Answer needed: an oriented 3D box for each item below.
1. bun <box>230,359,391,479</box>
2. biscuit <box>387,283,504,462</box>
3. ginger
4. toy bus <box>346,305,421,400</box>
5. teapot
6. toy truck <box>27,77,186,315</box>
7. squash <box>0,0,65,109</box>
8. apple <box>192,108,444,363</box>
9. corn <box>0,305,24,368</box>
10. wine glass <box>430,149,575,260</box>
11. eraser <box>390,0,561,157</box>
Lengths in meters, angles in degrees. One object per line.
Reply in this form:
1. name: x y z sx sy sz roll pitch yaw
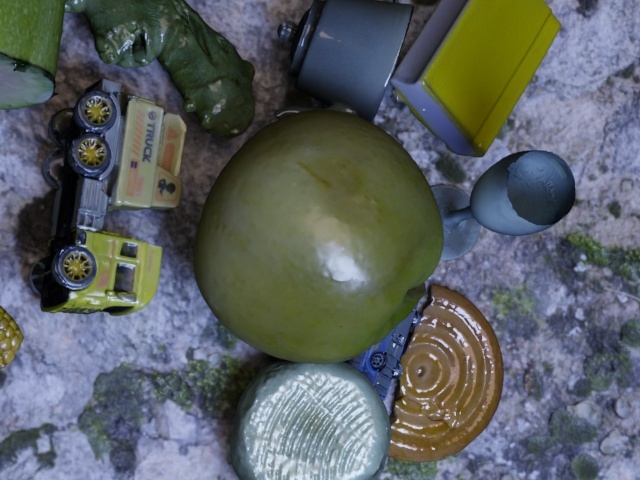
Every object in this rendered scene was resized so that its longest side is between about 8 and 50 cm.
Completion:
1. bun: -0.015 0.234 1.868 0.195 0.118 0.195 2 80 -11
2. biscuit: 0.159 0.179 1.969 0.144 0.033 0.224 24 78 -12
3. ginger: -0.194 -0.235 1.883 0.290 0.089 0.137 37 38 -9
4. toy bus: 0.078 0.116 1.938 0.051 0.061 0.153 37 70 -55
5. teapot: 0.021 -0.243 1.927 0.149 0.162 0.239 19 78 -1
6. toy truck: -0.239 -0.044 1.838 0.157 0.124 0.272 11 77 -25
7. squash: -0.407 -0.357 1.754 0.263 0.263 0.384 4 83 -15
8. apple: 0.000 0.000 1.807 0.254 0.292 0.292 38 74 14
9. corn: -0.472 0.048 1.768 0.305 0.106 0.106 34 76 -10
10. wine glass: 0.252 -0.102 1.884 0.096 0.309 0.264 43 74 -7
11. eraser: 0.197 -0.233 1.980 0.158 0.069 0.226 46 69 -38
